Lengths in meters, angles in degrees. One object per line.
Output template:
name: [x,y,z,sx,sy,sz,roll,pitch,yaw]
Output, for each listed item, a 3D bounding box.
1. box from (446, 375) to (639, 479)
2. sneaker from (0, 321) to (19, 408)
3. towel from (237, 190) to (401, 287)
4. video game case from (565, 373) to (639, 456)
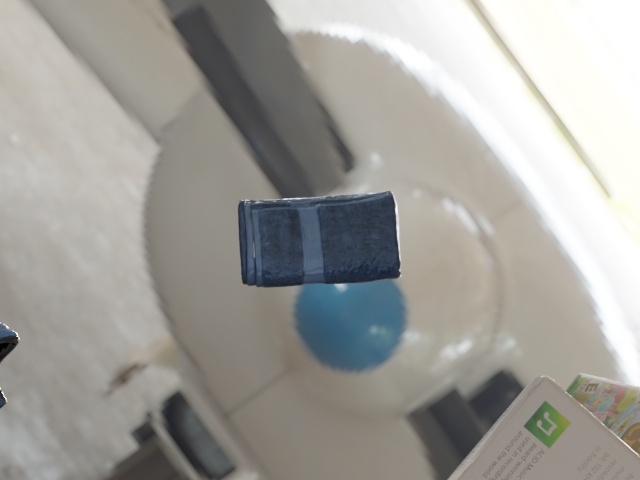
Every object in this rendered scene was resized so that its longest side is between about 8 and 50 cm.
box: [0.181,0.273,1.209,0.322,0.232,0.058,41,-7,5]
sneaker: [-0.320,0.149,1.690,0.069,0.082,0.209,99,8,-53]
towel: [0.000,0.000,1.447,0.029,0.119,0.067,98,-11,-72]
video game case: [0.233,0.212,1.737,0.193,0.212,0.023,10,-37,56]
